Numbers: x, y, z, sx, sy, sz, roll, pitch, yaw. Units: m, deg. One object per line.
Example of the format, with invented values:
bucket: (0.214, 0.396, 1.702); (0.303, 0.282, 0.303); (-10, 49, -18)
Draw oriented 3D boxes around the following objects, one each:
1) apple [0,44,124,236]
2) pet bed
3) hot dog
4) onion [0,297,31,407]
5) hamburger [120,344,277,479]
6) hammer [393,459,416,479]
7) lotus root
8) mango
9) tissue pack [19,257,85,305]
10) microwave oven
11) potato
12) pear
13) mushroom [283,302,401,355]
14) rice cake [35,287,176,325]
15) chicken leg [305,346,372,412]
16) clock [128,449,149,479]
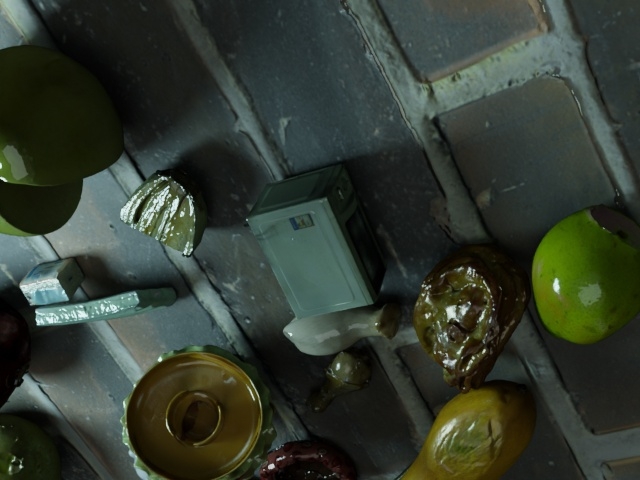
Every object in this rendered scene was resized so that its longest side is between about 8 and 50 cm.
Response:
apple: (-0.457, -0.150, 1.424); (0.291, 0.254, 0.292); (8, 120, 14)
pet bed: (-0.020, 0.473, 1.829); (0.201, 0.053, 0.201); (5, 125, 6)
hot dog: (0.231, 0.135, 1.480); (0.175, 0.114, 0.259); (47, 132, 34)
onion: (-0.670, 0.221, 1.747); (0.280, 0.221, 0.281); (-1, 134, -1)
hamburger: (-0.216, 0.331, 1.675); (0.274, 0.275, 0.212); (15, 165, 6)
hammer: (0.119, 0.522, 1.834); (0.111, 0.043, 0.365); (35, 122, -6)
lotus root: (-0.244, -0.061, 1.535); (0.143, 0.070, 0.144); (35, 129, -1)
mango: (0.260, 0.367, 1.613); (0.187, 0.144, 0.359); (-7, 141, -31)
tissue pack: (-0.495, 0.077, 1.690); (0.094, 0.074, 0.059); (-11, 121, 25)
microwave oven: (0.000, 0.000, 1.470); (0.163, 0.129, 0.205); (-12, 118, 24)
potato: (-0.733, 0.484, 1.932); (0.359, 0.219, 0.270); (-5, 128, 21)
pear: (0.397, 0.062, 1.365); (0.187, 0.187, 0.220); (23, 119, 0)
mushroom: (0.037, 0.150, 1.581); (0.212, 0.088, 0.097); (-10, 128, 14)
rice cake: (-0.390, 0.123, 1.670); (0.237, 0.127, 0.043); (-10, 86, 23)
chicken leg: (0.032, 0.263, 1.669); (0.069, 0.085, 0.198); (59, 136, 23)
clock: (-0.316, 0.491, 1.905); (0.117, 0.080, 0.176); (-15, 116, 23)
